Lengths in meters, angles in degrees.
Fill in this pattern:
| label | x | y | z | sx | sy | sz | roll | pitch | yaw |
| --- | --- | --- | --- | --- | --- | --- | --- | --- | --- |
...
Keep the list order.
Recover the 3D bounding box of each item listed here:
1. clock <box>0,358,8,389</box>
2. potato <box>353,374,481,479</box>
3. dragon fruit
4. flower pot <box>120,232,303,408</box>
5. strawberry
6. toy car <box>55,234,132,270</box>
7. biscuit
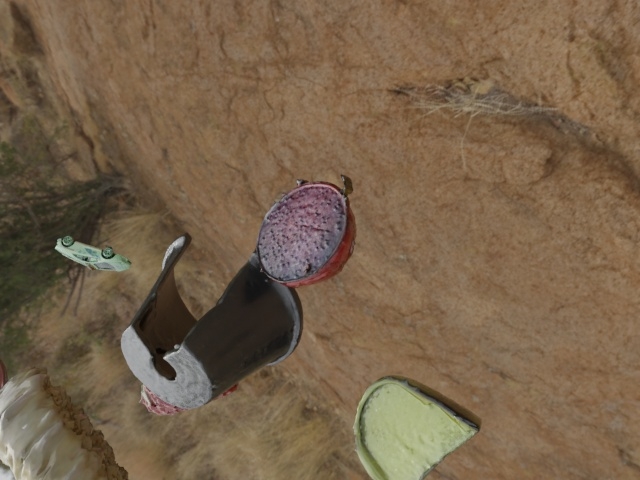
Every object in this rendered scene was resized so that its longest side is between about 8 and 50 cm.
| label | x | y | z | sx | sy | sz | roll | pitch | yaw |
| --- | --- | --- | --- | --- | --- | --- | --- | --- | --- |
| clock | -0.935 | 0.401 | 1.248 | 0.244 | 0.244 | 0.056 | 38 | 167 | 20 |
| potato | 0.256 | 0.521 | 1.395 | 0.280 | 0.212 | 0.330 | 44 | 103 | 19 |
| dragon fruit | -0.003 | 0.003 | 0.957 | 0.218 | 0.224 | 0.148 | -3 | 154 | 37 |
| flower pot | -0.250 | 0.200 | 1.027 | 0.378 | 0.251 | 0.380 | 13 | 125 | 19 |
| strawberry | -0.331 | 0.348 | 1.246 | 0.205 | 0.244 | 0.206 | -171 | 90 | -71 |
| toy car | -0.562 | 0.041 | 1.185 | 0.185 | 0.058 | 0.093 | 15 | 157 | 3 |
| biscuit | -0.220 | 0.258 | 0.466 | 0.179 | 0.084 | 0.281 | -7 | 116 | 59 |
